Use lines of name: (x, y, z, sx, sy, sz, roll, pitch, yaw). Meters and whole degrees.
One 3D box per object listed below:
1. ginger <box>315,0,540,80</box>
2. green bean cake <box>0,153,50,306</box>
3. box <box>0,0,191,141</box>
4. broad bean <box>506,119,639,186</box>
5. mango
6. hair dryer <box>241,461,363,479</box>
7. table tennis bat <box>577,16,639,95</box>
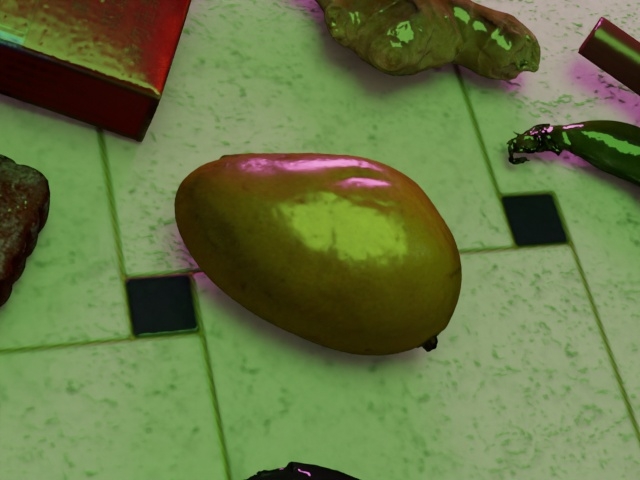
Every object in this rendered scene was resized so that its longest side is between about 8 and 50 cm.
ginger: (0.038, -0.223, 1.100, 0.334, 0.081, 0.148, 35, 52, 6)
green bean cake: (-0.277, -0.008, 0.898, 0.136, 0.056, 0.135, 21, 58, -2)
box: (-0.258, -0.225, 0.989, 0.313, 0.089, 0.197, 18, 63, -11)
broad bean: (0.293, -0.005, 1.059, 0.144, 0.049, 0.292, -27, 67, -26)
mango: (0.000, 0.000, 0.940, 0.227, 0.109, 0.147, 24, 80, 0)
hair dryer: (-0.059, 0.311, 0.754, 0.304, 0.120, 0.359, 3, 67, -4)
table tennis bat: (0.369, -0.097, 1.122, 0.310, 0.038, 0.200, 36, 41, 3)
